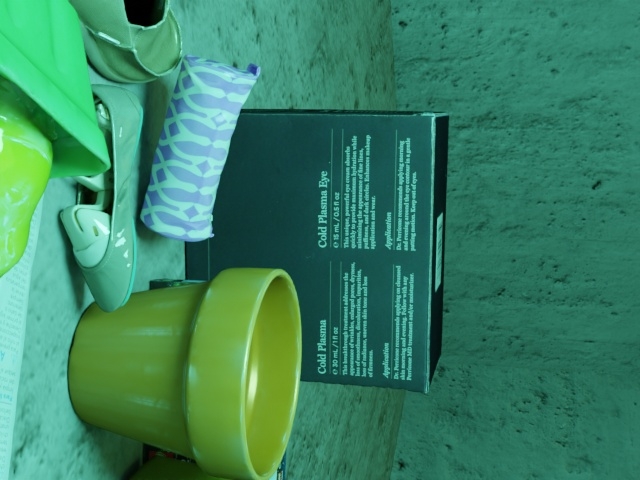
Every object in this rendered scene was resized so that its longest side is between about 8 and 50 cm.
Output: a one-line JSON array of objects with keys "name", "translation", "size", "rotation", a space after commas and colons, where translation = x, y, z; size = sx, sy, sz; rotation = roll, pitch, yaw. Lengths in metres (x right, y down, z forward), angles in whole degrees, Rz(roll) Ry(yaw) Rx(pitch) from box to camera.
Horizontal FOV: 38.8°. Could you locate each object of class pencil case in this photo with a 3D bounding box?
[{"name": "pencil case", "translation": [-0.130, -0.096, 0.981], "size": [0.086, 0.088, 0.206], "rotation": [40, -63, 51]}]

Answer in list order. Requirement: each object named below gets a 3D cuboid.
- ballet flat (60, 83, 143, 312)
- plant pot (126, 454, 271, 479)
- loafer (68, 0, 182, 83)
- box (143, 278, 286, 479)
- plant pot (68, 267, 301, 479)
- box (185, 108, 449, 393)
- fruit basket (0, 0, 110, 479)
[{"name": "ballet flat", "translation": [-0.210, -0.041, 0.845], "size": [0.068, 0.072, 0.213], "rotation": [10, 81, -49]}, {"name": "plant pot", "translation": [-0.140, 0.365, 0.917], "size": [0.187, 0.212, 0.212], "rotation": [-17, 109, -63]}, {"name": "loafer", "translation": [-0.179, -0.217, 0.848], "size": [0.268, 0.092, 0.101], "rotation": [35, 58, -75]}, {"name": "box", "translation": [-0.117, 0.163, 1.041], "size": [0.044, 0.159, 0.233], "rotation": [-3, 95, -79]}, {"name": "plant pot", "translation": [-0.134, 0.124, 0.897], "size": [0.205, 0.188, 0.205], "rotation": [3, 90, -77]}, {"name": "box", "translation": [0.000, 0.000, 1.183], "size": [0.179, 0.313, 0.343], "rotation": [-33, 125, -75]}, {"name": "fruit basket", "translation": [-0.240, -0.012, 0.464], "size": [0.327, 0.166, 0.352], "rotation": [55, 40, -69]}]
